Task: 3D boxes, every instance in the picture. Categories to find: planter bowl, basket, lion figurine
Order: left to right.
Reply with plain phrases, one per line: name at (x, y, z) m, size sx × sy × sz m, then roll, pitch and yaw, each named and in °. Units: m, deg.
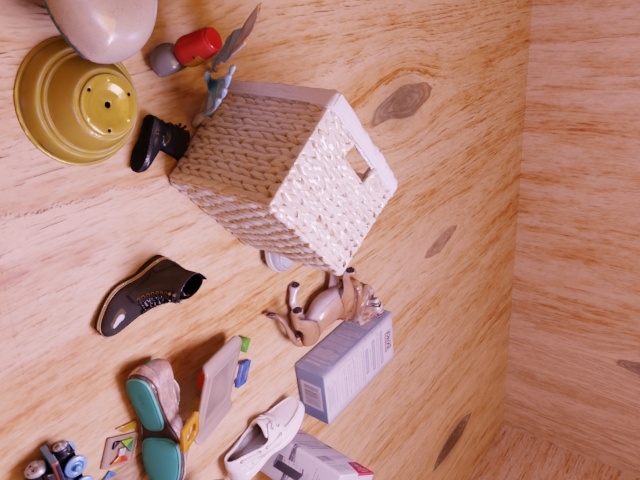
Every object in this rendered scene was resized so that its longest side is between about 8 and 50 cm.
planter bowl at (-0.375, -0.227, 0.901) m, size 0.217 × 0.090 × 0.217 m, roll -21°, pitch 117°, yaw -49°
basket at (-0.069, -0.129, 1.147) m, size 0.328 × 0.331 × 0.266 m, roll 46°, pitch 66°, yaw -50°
lion figurine at (0.012, 0.204, 1.559) m, size 0.392 × 0.142 × 0.240 m, roll -26°, pitch 131°, yaw -30°

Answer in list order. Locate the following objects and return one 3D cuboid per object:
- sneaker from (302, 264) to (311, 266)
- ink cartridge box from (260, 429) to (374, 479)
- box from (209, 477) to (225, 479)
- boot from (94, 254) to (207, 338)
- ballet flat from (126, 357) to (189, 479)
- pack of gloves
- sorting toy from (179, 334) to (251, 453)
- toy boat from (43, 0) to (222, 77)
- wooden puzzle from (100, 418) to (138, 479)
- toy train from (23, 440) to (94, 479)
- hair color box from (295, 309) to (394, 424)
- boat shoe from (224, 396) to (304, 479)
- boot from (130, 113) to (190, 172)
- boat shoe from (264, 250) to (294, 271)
sneaker at (0.000, 0.000, 1.470) m, size 0.217 × 0.079 × 0.121 m, roll -34°, pitch 128°, yaw -76°
ink cartridge box at (-0.021, 0.637, 1.514) m, size 0.197 × 0.273 × 0.114 m, roll 31°, pitch 80°, yaw -53°
box at (-0.327, 0.621, 1.230) m, size 0.201 × 0.021 × 0.164 m, roll -50°, pitch 146°, yaw 10°
boot at (-0.326, 0.115, 1.041) m, size 0.198 × 0.137 × 0.077 m, roll -55°, pitch 139°, yaw -26°
ballet flat at (-0.329, 0.391, 1.165) m, size 0.106 × 0.108 × 0.316 m, roll -54°, pitch 145°, yaw -62°
pack of gloves at (-0.198, -0.329, 1.024) m, size 0.046 × 0.232 × 0.195 m, roll 21°, pitch 81°, yaw -24°
sorting toy at (-0.245, 0.335, 1.243) m, size 0.348 × 0.047 × 0.196 m, roll -43°, pitch 144°, yaw -69°
toy boat at (-0.316, -0.372, 0.888) m, size 0.318 × 0.148 × 0.267 m, roll 27°, pitch 58°, yaw -53°
wooden puzzle at (-0.416, 0.437, 1.130) m, size 0.079 × 0.014 × 0.116 m, roll -1°, pitch 102°, yaw -53°
toy train at (-0.479, 0.459, 1.000) m, size 0.105 × 0.080 × 0.184 m, roll -27°, pitch 122°, yaw -40°
hair color box at (0.088, 0.377, 1.711) m, size 0.374 × 0.114 × 0.185 m, roll -33°, pitch 126°, yaw -43°
boat shoe at (-0.146, 0.514, 1.450) m, size 0.277 × 0.098 × 0.096 m, roll -44°, pitch 134°, yaw -35°
boot at (-0.308, -0.179, 1.052) m, size 0.099 × 0.045 × 0.121 m, roll 17°, pitch 89°, yaw -60°
boat shoe at (-0.045, -0.065, 1.390) m, size 0.118 × 0.103 × 0.320 m, roll 43°, pitch 67°, yaw -50°
